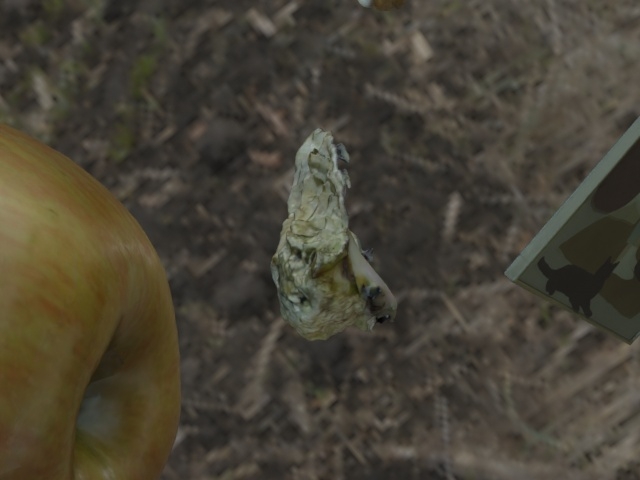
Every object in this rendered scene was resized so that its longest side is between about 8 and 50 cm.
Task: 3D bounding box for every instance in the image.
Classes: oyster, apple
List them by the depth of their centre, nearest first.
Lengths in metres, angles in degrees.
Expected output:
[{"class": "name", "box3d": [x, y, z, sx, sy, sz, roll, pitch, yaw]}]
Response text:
[{"class": "oyster", "box3d": [0.002, 0.004, 1.267, 0.072, 0.133, 0.209, -14, 36, 0]}, {"class": "apple", "box3d": [-0.281, 0.088, 1.294, 0.346, 0.391, 0.391, 1, 50, 19]}]

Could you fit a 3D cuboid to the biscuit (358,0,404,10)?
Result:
[{"class": "biscuit", "box3d": [0.024, -0.309, 1.786, 0.047, 0.216, 0.340, -19, 4, -12]}]

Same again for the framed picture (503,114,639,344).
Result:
[{"class": "framed picture", "box3d": [0.190, -0.039, 0.980, 0.201, 0.136, 0.010, -50, 53, 10]}]
